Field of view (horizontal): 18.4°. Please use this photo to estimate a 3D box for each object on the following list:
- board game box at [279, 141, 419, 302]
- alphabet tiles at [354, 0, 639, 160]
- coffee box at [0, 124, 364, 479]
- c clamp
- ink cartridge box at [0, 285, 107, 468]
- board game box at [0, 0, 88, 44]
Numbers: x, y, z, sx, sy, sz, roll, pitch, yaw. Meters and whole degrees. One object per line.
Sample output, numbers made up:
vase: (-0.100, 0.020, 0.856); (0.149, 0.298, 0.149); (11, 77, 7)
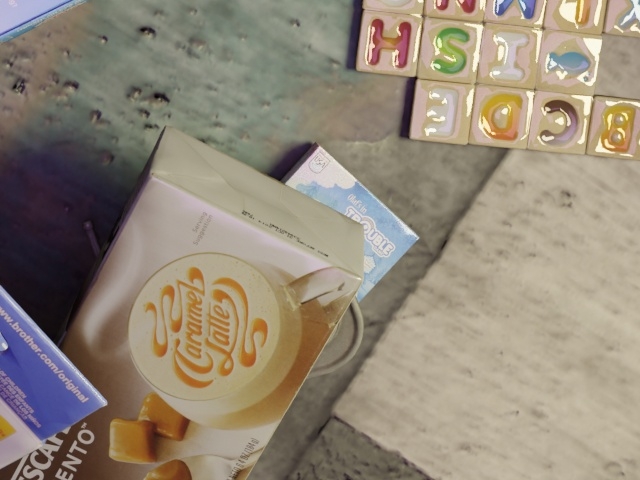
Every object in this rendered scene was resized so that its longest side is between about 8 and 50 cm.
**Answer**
board game box: (0.000, 0.000, 1.257); (0.090, 0.020, 0.090); (42, 93, -14)
alphabet tiles: (0.144, -0.155, 1.255); (0.237, 0.009, 0.198); (5, 101, -10)
coffee box: (-0.092, 0.076, 1.190); (0.141, 0.098, 0.246); (28, 109, -9)
c clamp: (-0.057, 0.039, 1.241); (0.161, 0.022, 0.137); (-10, 111, 6)
ink cartridge box: (-0.277, 0.075, 1.131); (0.311, 0.065, 0.186); (-28, 110, 33)
board game box: (-0.219, -0.179, 1.105); (0.211, 0.039, 0.160); (-27, 92, -1)
